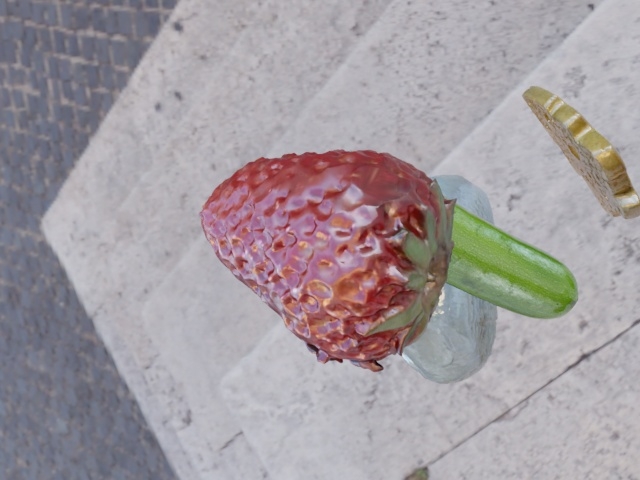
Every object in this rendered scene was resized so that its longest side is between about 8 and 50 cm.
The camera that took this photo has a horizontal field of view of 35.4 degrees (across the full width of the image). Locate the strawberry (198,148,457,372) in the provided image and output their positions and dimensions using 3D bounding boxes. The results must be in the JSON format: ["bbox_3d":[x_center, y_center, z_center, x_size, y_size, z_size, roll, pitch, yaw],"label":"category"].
[{"bbox_3d":[0.000,0.000,0.951,0.244,0.205,0.205,17,114,25],"label":"strawberry"}]

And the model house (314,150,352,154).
[{"bbox_3d":[0.012,-0.104,1.921,0.148,0.148,0.119,52,120,28],"label":"model house"}]

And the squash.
[{"bbox_3d":[0.169,0.005,1.266,0.378,0.101,0.101,28,132,-18],"label":"squash"}]

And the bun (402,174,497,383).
[{"bbox_3d":[0.191,0.065,1.689,0.194,0.354,0.355,-3,102,20],"label":"bun"}]

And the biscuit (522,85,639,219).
[{"bbox_3d":[0.358,-0.128,1.365,0.041,0.212,0.239,-36,65,7],"label":"biscuit"}]
